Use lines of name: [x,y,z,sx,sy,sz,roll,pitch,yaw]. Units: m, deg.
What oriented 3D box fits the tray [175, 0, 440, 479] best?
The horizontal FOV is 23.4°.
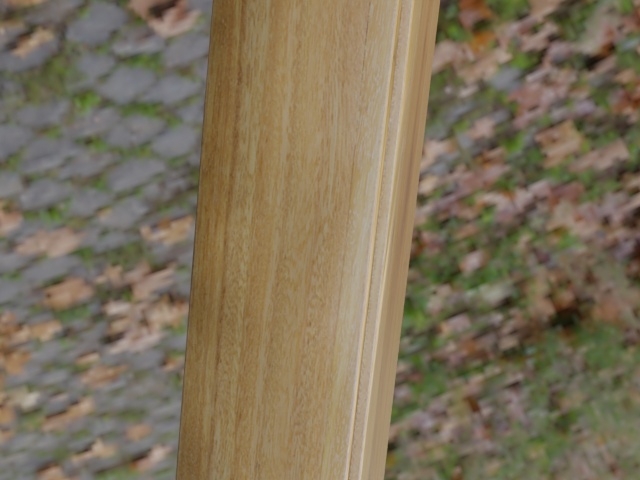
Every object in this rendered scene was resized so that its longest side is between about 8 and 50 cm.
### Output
tray: [0.000,0.000,0.663,0.076,0.411,0.203,8,-164,6]
